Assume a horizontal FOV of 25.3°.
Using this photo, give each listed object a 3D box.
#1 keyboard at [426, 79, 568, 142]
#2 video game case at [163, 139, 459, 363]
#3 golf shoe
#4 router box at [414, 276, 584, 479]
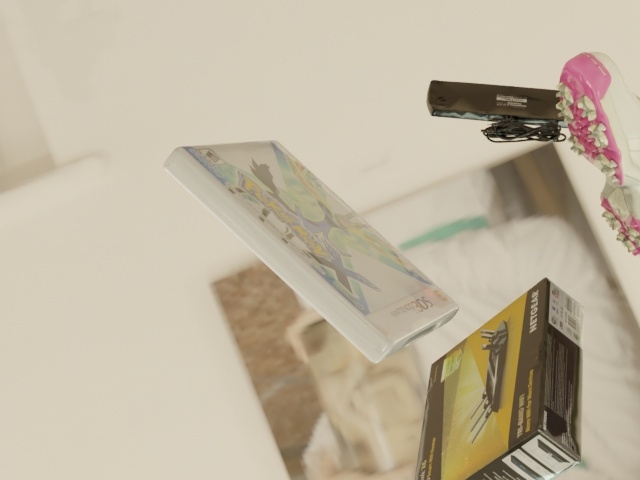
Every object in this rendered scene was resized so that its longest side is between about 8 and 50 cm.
[{"bbox_3d":[0.214,-0.138,1.609,0.192,0.038,0.100,5,-145,6],"label":"keyboard"},{"bbox_3d":[0.000,0.000,1.685,0.036,0.329,0.300,-52,168,17],"label":"video game case"},{"bbox_3d":[0.347,-0.102,1.514,0.140,0.115,0.306,-35,132,-1],"label":"golf shoe"},{"bbox_3d":[0.242,0.227,1.927,0.243,0.081,0.309,-42,-160,33],"label":"router box"}]
